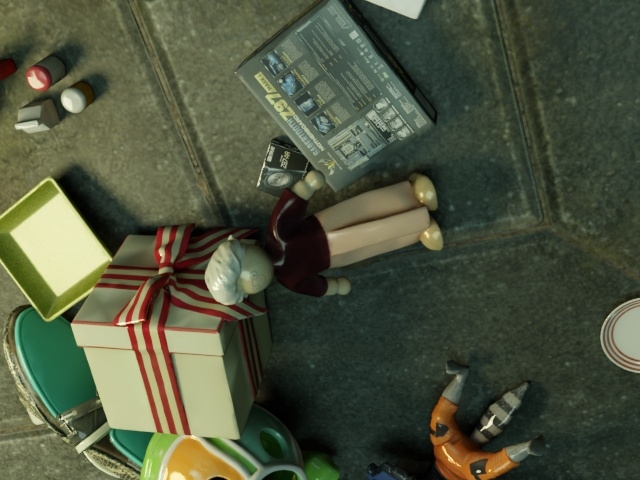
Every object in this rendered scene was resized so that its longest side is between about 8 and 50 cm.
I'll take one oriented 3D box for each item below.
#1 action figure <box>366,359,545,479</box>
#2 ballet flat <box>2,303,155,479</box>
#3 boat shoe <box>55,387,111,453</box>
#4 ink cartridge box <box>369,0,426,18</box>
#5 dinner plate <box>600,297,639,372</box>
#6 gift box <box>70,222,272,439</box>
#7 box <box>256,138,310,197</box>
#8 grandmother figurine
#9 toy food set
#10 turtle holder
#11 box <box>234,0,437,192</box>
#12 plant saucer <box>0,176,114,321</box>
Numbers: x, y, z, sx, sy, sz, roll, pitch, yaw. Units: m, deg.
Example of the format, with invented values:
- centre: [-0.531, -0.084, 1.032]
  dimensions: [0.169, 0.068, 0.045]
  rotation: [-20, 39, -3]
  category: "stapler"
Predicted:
- centre: [0.269, 0.403, 1.416]
  dimensions: [0.341, 0.178, 0.330]
  rotation: [35, 127, 20]
  category: "action figure"
- centre: [-0.403, 0.321, 1.525]
  dimensions: [0.483, 0.164, 0.182]
  rotation: [46, 133, -16]
  category: "ballet flat"
- centre: [-0.334, 0.254, 1.431]
  dimensions: [0.079, 0.233, 0.084]
  rotation: [46, 137, 6]
  category: "boat shoe"
- centre: [0.055, -0.415, 1.093]
  dimensions: [0.232, 0.066, 0.189]
  rotation: [20, 120, -4]
  category: "ink cartridge box"
- centre: [0.503, 0.143, 1.316]
  dimensions: [0.141, 0.017, 0.141]
  rotation: [5, 118, 10]
  category: "dinner plate"
- centre: [-0.195, 0.126, 1.325]
  dimensions: [0.277, 0.255, 0.258]
  rotation: [-2, 126, 9]
  category: "gift box"
- centre: [-0.054, -0.105, 1.296]
  dimensions: [0.067, 0.018, 0.083]
  rotation: [21, 120, 0]
  category: "box"
- centre: [0.000, 0.000, 1.211]
  dimensions: [0.342, 0.104, 0.207]
  rotation: [-20, 111, -12]
  category: "grandmother figurine"
- centre: [-0.467, -0.204, 1.278]
  dimensions: [0.232, 0.104, 0.111]
  rotation: [-6, 116, 15]
  category: "toy food set"
- centre: [-0.131, 0.398, 1.414]
  dimensions: [0.227, 0.243, 0.320]
  rotation: [12, 153, 43]
  category: "turtle holder"
- centre: [0.023, -0.207, 1.204]
  dimensions: [0.183, 0.059, 0.232]
  rotation: [-34, 107, 24]
  category: "box"
- centre: [-0.434, 0.012, 1.406]
  dimensions: [0.188, 0.045, 0.188]
  rotation: [-32, 96, 25]
  category: "plant saucer"
